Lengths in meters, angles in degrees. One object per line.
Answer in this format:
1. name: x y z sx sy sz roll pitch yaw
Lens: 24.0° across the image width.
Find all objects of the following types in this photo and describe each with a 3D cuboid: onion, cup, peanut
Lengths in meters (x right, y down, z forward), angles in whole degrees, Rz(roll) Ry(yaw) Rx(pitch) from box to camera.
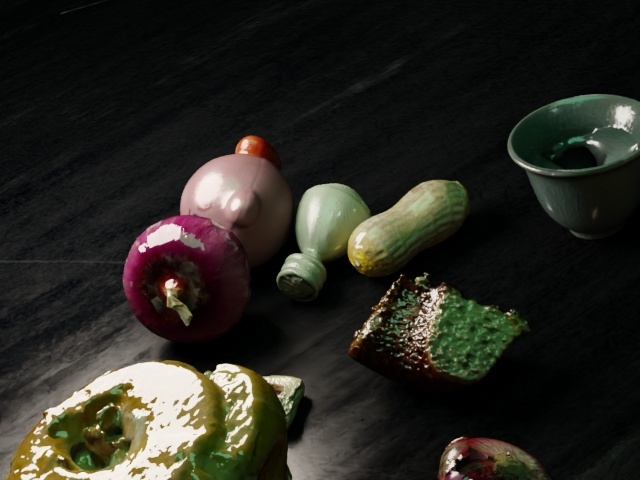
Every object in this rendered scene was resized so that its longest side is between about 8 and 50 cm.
1. onion: 0.172 0.288 1.595 0.150 0.140 0.150 27 21 -11
2. onion: -0.179 0.052 2.023 0.177 0.177 0.153 12 3 37
3. cup: 0.360 -0.084 2.013 0.199 0.150 0.199 -11 33 7
4. peanut: 0.125 -0.020 2.082 0.206 0.087 0.087 -32 36 -25

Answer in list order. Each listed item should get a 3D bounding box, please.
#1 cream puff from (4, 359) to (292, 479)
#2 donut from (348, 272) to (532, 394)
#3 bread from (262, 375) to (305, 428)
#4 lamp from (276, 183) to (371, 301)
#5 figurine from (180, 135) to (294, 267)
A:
1. cream puff: -0.177 0.288 1.612 0.343 0.231 0.327 -31 30 -11
2. donut: 0.139 0.125 1.841 0.186 0.144 0.126 31 55 11
3. bread: -0.059 0.202 1.873 0.070 0.035 0.083 1 33 23
4. lamp: 0.000 0.000 2.102 0.106 0.106 0.193 5 47 29
5. figurine: -0.120 -0.037 2.140 0.173 0.173 0.173 -11 33 7
